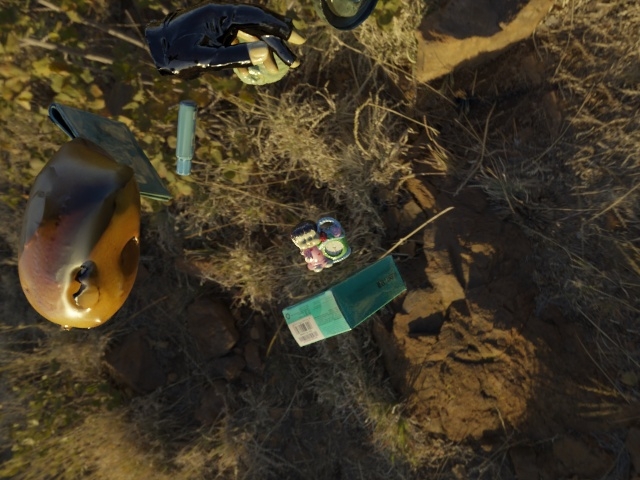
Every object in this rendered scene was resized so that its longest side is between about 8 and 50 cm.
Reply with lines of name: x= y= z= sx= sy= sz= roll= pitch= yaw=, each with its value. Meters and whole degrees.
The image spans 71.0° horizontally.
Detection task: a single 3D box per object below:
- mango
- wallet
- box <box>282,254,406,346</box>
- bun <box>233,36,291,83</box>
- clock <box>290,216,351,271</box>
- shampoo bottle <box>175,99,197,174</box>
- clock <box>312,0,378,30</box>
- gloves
mango: x=-0.350 y=-0.002 z=0.673 sx=0.152 sy=0.201 sz=0.287 roll=17 pitch=103 yaw=2
wallet: x=-0.547 y=-0.227 z=1.193 sx=0.054 sy=0.251 sz=0.290 roll=-38 pitch=80 yaw=13
box: x=0.075 y=0.162 z=1.245 sx=0.205 sy=0.311 sz=0.118 roll=-26 pitch=88 yaw=40
bun: x=-0.190 y=-0.524 z=1.277 sx=0.212 sy=0.204 sz=0.127 roll=15 pitch=71 yaw=9
clock: x=0.000 y=0.000 z=1.700 sx=0.193 sy=0.100 sz=0.196 roll=-26 pitch=120 yaw=9
shampoo bottle: x=-0.479 y=-0.361 z=1.599 sx=0.061 sy=0.104 sz=0.259 roll=8 pitch=112 yaw=-9
clock: x=0.067 y=-0.614 z=1.061 sx=0.042 sy=0.215 sz=0.215 roll=40 pitch=108 yaw=30
gloves: x=-0.178 y=-0.380 z=0.862 sx=0.300 sy=0.197 sz=0.152 roll=2 pitch=128 yaw=-14
